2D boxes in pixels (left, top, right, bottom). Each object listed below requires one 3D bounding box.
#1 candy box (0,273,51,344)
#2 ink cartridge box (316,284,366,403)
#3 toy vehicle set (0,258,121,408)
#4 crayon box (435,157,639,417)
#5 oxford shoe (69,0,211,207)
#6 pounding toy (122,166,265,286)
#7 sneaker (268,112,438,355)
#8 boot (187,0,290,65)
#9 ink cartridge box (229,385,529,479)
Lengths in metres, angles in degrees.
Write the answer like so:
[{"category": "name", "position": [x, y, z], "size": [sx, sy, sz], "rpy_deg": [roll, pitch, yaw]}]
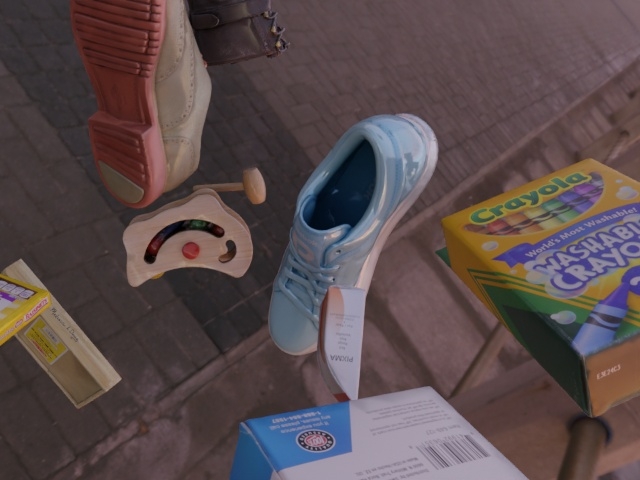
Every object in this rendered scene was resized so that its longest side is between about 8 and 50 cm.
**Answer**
[{"category": "candy box", "position": [-0.421, 0.062, 0.700], "size": [0.206, 0.027, 0.105], "rpy_deg": [16, 35, 12]}, {"category": "ink cartridge box", "position": [0.013, 0.149, 0.690], "size": [0.045, 0.145, 0.179], "rpy_deg": [9, 75, -2]}, {"category": "toy vehicle set", "position": [-0.477, 0.172, 1.113], "size": [0.266, 0.166, 0.035], "rpy_deg": [52, 47, -6]}, {"category": "crayon box", "position": [0.269, 0.016, 0.667], "size": [0.323, 0.203, 0.083], "rpy_deg": [-122, -169, -60]}, {"category": "oxford shoe", "position": [-0.218, -0.242, 0.816], "size": [0.141, 0.396, 0.146], "rpy_deg": [27, 36, 22]}, {"category": "pounding toy", "position": [-0.205, -0.010, 1.102], "size": [0.155, 0.270, 0.154], "rpy_deg": [-123, -170, -74]}, {"category": "sneaker", "position": [0.000, 0.000, 0.786], "size": [0.135, 0.365, 0.150], "rpy_deg": [37, 24, 28]}, {"category": "boot", "position": [-0.092, -0.368, 0.870], "size": [0.091, 0.263, 0.228], "rpy_deg": [-81, 154, -55]}, {"category": "ink cartridge box", "position": [0.057, 0.238, 0.399], "size": [0.171, 0.168, 0.233], "rpy_deg": [0, 24, -32]}]
